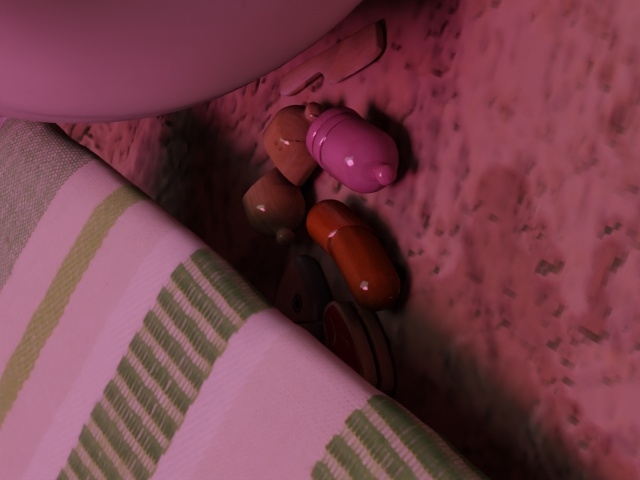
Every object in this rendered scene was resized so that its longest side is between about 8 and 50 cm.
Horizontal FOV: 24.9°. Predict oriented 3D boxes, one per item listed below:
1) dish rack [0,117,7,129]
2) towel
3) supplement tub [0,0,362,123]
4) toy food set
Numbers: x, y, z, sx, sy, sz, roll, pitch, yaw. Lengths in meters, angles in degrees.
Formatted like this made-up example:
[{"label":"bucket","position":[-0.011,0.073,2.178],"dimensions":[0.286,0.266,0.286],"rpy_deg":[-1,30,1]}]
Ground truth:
[{"label":"dish rack","position":[-0.230,-0.073,0.757],"dimensions":[0.285,0.072,0.333],"rpy_deg":[15,101,56]},{"label":"towel","position":[-0.061,0.129,0.408],"dimensions":[0.325,0.038,0.248],"rpy_deg":[36,100,44]},{"label":"supplement tub","position":[-0.128,-0.151,0.457],"dimensions":[0.316,0.228,0.228],"rpy_deg":[8,94,57]},{"label":"toy food set","position":[0.000,0.000,0.435],"dimensions":[0.078,0.019,0.122],"rpy_deg":[-21,69,55]}]
